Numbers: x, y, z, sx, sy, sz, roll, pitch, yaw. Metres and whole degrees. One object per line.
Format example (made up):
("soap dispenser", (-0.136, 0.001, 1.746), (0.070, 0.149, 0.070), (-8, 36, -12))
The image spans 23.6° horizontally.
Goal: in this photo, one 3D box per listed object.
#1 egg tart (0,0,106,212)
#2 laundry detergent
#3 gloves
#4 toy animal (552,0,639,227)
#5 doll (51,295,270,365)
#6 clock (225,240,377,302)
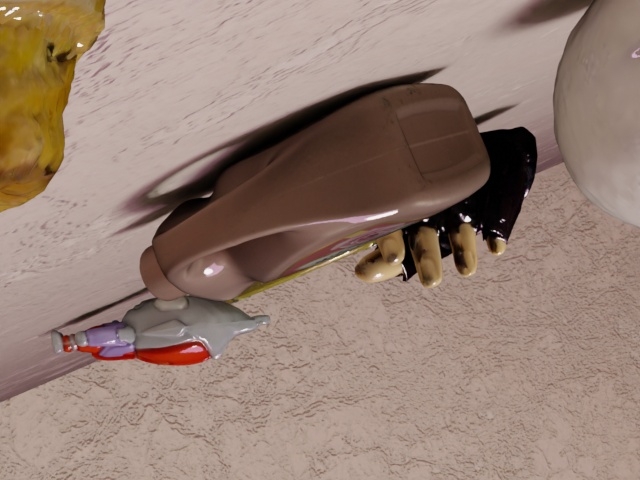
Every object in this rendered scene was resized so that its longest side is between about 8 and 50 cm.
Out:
("egg tart", (-0.105, -0.022, 0.356), (0.129, 0.049, 0.129), (-22, 177, -1))
("laundry detergent", (-0.034, -0.014, 0.897), (0.237, 0.076, 0.171), (-23, 177, 32))
("gloves", (0.105, -0.025, 1.333), (0.164, 0.124, 0.203), (-40, 172, 28))
("toy animal", (0.255, -0.091, 0.840), (0.265, 0.206, 0.271), (-16, 162, -4))
("doll", (-0.165, 0.096, 1.606), (0.228, 0.075, 0.102), (-7, 177, -4))
("clock", (0.000, 0.000, 1.595), (0.237, 0.057, 0.237), (-21, 180, 0))
